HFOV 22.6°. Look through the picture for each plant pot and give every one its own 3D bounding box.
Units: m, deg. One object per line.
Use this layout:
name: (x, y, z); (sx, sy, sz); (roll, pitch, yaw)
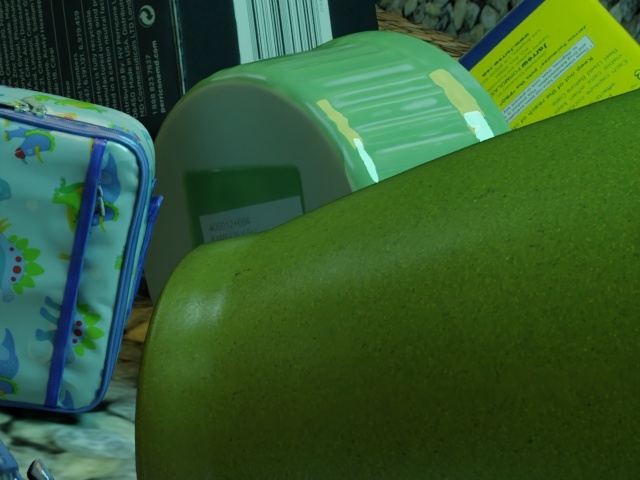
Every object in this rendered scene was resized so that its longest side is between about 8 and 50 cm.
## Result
plant pot: (0.111, 0.096, 0.805); (0.353, 0.366, 0.366); (-7, 8, 20)

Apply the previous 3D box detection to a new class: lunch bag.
lunch bag: (-0.208, 0.006, 1.113); (0.176, 0.219, 0.090); (13, 16, -7)

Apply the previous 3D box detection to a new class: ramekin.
ramekin: (0.000, 0.000, 1.194); (0.148, 0.303, 0.303); (-12, 29, -43)

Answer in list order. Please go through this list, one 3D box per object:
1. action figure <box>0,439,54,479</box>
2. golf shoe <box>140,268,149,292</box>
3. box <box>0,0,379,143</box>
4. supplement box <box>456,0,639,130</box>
action figure: (-0.220, 0.153, 0.689); (0.330, 0.178, 0.341); (1, 44, -53)
golf shoe: (-0.113, -0.031, 1.522); (0.105, 0.120, 0.273); (10, 15, -9)
box: (-0.183, -0.185, 1.559); (0.395, 0.212, 0.293); (-8, 0, 38)
supplement box: (0.275, -0.049, 1.450); (0.194, 0.195, 0.356); (35, 18, -41)
